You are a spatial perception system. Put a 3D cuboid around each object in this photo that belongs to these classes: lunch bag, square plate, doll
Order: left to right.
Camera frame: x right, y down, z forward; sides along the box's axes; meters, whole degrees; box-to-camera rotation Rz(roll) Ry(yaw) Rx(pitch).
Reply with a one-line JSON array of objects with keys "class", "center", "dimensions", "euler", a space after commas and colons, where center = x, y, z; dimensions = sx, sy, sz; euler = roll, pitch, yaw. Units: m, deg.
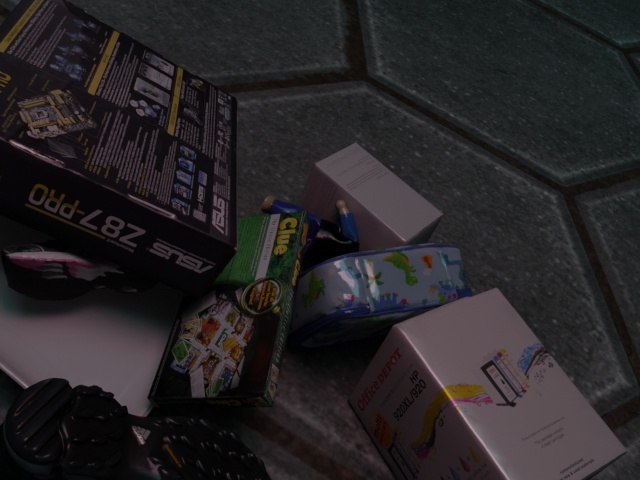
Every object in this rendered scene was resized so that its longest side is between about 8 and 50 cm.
[{"class": "square plate", "center": [-0.280, 0.026, 0.823], "dimensions": [0.347, 0.049, 0.344], "euler": [38, 45, -1]}, {"class": "doll", "center": [0.000, 0.000, 0.975], "dimensions": [0.188, 0.046, 0.129], "euler": [27, 88, 7]}, {"class": "lunch bag", "center": [0.067, 0.073, 0.878], "dimensions": [0.218, 0.176, 0.090], "euler": [-5, 73, -30]}]

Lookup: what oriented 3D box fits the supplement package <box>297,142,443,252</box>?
[{"class": "supplement package", "center": [0.070, -0.041, 1.031], "dimensions": [0.179, 0.105, 0.105], "euler": [42, 45, 17]}]

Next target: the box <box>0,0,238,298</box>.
[{"class": "box", "center": [-0.254, -0.138, 0.839], "dimensions": [0.318, 0.097, 0.395], "euler": [28, 28, -24]}]

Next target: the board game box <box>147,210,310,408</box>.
[{"class": "board game box", "center": [-0.096, 0.071, 0.794], "dimensions": [0.136, 0.030, 0.260], "euler": [-6, 46, 19]}]

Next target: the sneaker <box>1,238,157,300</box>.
[{"class": "sneaker", "center": [-0.263, 0.017, 0.768], "dimensions": [0.178, 0.072, 0.077], "euler": [5, 46, -43]}]

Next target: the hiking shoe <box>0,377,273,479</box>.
[{"class": "hiking shoe", "center": [-0.172, 0.232, 0.669], "dimensions": [0.304, 0.132, 0.113], "euler": [34, 34, -24]}]

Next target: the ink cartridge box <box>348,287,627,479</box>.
[{"class": "ink cartridge box", "center": [0.178, 0.208, 0.798], "dimensions": [0.168, 0.171, 0.233], "euler": [-14, 56, -33]}]
